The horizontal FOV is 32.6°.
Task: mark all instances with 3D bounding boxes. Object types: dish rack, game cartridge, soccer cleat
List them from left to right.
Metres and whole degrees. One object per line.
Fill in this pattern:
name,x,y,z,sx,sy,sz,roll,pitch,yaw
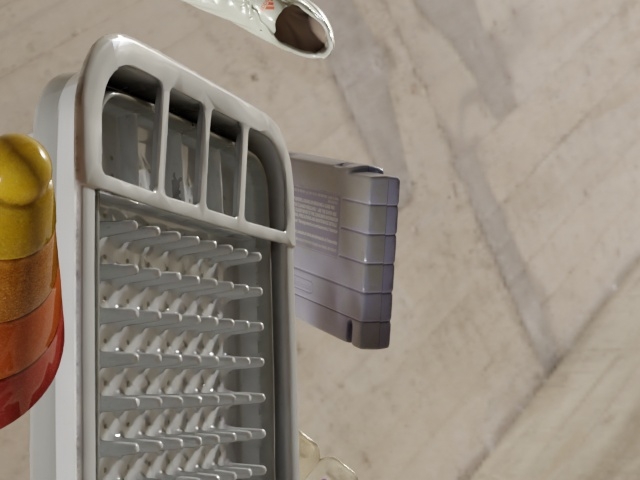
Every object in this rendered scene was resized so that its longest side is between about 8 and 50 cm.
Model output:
dish rack,-0.096,0.065,0.675,0.285,0.072,0.333,19,-113,-69
soccer cleat,-0.068,-0.229,1.027,0.196,0.076,0.068,23,-73,-27
game cartridge,0.000,0.000,1.510,0.068,0.355,0.230,4,-83,-27

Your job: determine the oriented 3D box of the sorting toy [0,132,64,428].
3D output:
sorting toy,-0.226,0.020,0.352,0.365,0.126,0.127,-12,-114,-44

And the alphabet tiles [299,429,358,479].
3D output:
alphabet tiles,-0.101,0.333,1.259,0.284,0.021,0.278,38,-93,-5
